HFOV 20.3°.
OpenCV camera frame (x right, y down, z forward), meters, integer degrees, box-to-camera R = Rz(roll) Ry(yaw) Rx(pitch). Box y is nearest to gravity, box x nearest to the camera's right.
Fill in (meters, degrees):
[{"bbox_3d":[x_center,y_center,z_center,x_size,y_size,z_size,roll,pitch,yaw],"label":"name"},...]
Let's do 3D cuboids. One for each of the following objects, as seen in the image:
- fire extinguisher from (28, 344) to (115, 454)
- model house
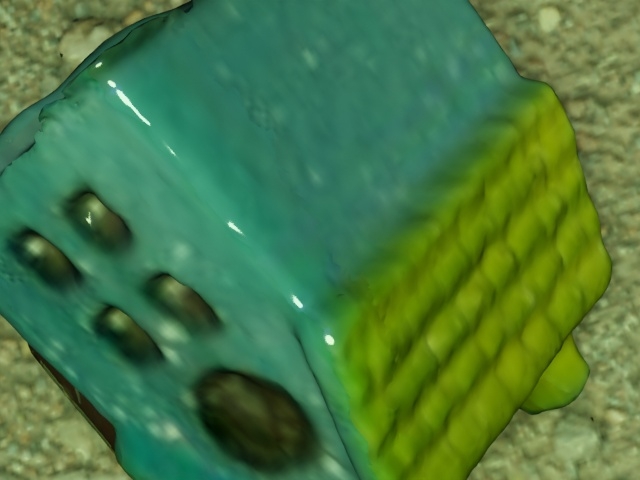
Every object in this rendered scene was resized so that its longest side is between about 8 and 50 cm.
[{"bbox_3d":[-0.100,0.051,0.974,0.252,0.075,0.106,49,117,17],"label":"fire extinguisher"},{"bbox_3d":[0.000,0.000,0.874,0.303,0.215,0.237,47,48,-5],"label":"model house"}]
